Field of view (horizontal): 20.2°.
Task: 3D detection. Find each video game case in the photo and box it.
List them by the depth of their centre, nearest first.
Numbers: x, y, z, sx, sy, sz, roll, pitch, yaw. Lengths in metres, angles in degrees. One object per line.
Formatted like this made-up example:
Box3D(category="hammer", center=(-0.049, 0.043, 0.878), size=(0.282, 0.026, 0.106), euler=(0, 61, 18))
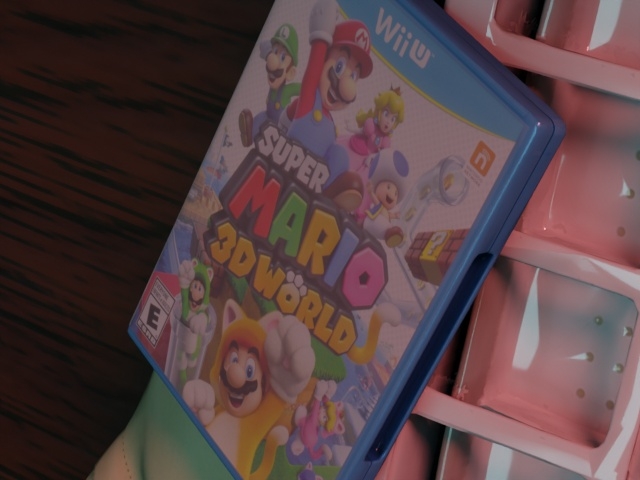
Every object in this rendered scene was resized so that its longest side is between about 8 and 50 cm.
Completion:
Box3D(category="video game case", center=(0.000, 0.000, 0.561), size=(0.119, 0.015, 0.166), euler=(49, 124, 38))

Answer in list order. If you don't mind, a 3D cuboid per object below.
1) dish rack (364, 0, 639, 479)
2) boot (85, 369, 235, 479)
Box3D(category="dish rack", center=(0.174, 0.036, 0.489), size=(0.333, 0.072, 0.286), euler=(20, 104, 32))
Box3D(category="boot", center=(0.022, 0.126, 0.651), size=(0.262, 0.095, 0.203), euler=(39, 123, 23))
